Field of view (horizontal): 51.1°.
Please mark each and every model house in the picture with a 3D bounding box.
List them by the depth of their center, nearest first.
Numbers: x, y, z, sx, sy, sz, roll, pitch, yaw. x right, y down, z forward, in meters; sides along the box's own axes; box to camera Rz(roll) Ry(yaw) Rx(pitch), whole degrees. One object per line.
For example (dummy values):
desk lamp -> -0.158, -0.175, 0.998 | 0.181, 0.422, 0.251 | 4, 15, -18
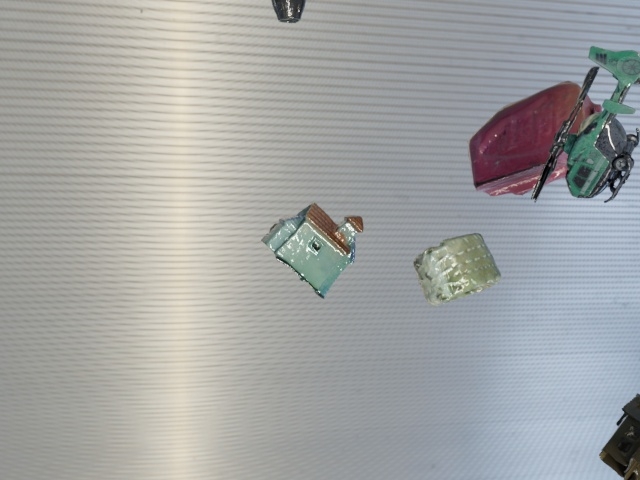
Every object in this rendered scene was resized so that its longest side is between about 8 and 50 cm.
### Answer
model house -> 0.000, 0.000, 1.125 | 0.148, 0.119, 0.148 | -45, 100, -3
model house -> 0.669, 0.364, 1.244 | 0.243, 0.204, 0.211 | -44, 145, -14

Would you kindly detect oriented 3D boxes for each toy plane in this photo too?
toy plane -> 0.520, -0.195, 1.257 | 0.155, 0.106, 0.381 | 21, 147, 13

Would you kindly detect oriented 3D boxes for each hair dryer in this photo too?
hair dryer -> -0.005, -0.502, 1.203 | 0.075, 0.219, 0.195 | -10, 102, -48

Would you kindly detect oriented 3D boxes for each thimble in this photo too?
thimble -> 0.148, 0.033, 0.742 | 0.084, 0.062, 0.110 | -31, 165, 35

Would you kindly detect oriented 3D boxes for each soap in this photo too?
soap -> 0.532, -0.244, 1.659 | 0.325, 0.220, 0.127 | -17, 156, 31
